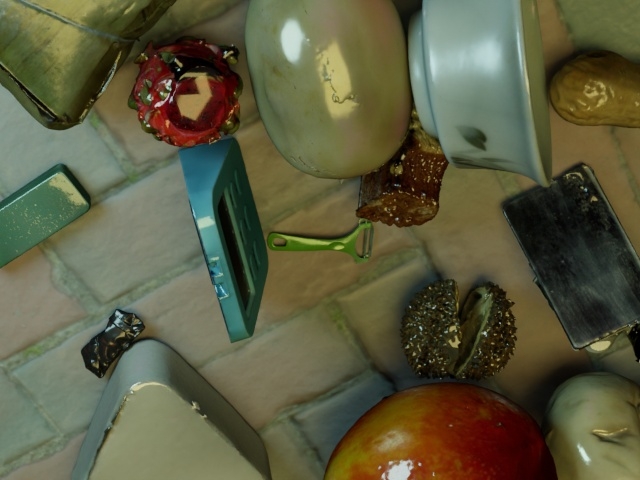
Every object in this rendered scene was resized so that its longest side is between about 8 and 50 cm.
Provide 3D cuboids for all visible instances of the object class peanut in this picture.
[{"bbox_3d":[0.448,-0.224,1.678,0.236,0.120,0.110,-2,111,-21],"label":"peanut"}]

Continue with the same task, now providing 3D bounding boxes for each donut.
[{"bbox_3d":[0.132,-0.125,1.677,0.126,0.144,0.187,19,68,-23],"label":"donut"}]

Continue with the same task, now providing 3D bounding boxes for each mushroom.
[{"bbox_3d":[0.535,0.343,1.841,0.336,0.314,0.314,-29,116,19],"label":"mushroom"}]

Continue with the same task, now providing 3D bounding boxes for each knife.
[{"bbox_3d":[0.001,0.001,1.759,0.166,0.022,0.078,0,109,-10],"label":"knife"}]

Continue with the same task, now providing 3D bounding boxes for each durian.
[{"bbox_3d":[0.219,0.151,1.804,0.196,0.167,0.196,9,129,10],"label":"durian"}]

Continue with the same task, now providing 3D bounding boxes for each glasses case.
[{"bbox_3d":[-0.431,-0.033,1.664,0.184,0.039,0.078,-32,115,6],"label":"glasses case"}]

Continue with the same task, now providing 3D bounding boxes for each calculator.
[{"bbox_3d":[0.404,0.025,1.756,0.161,0.021,0.262,-25,81,-1],"label":"calculator"}]

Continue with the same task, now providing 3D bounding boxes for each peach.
[{"bbox_3d":[0.193,0.396,1.779,0.388,0.388,0.388,-3,115,-7],"label":"peach"}]

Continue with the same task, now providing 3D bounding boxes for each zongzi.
[{"bbox_3d":[-0.339,-0.387,1.444,0.356,0.174,0.393,41,102,-20],"label":"zongzi"}]

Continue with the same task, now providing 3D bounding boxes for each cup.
[{"bbox_3d":[0.215,-0.235,1.541,0.163,0.347,0.347,-7,117,16],"label":"cup"}]

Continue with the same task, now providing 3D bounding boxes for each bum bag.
[{"bbox_3d":[-0.328,0.159,1.771,0.058,0.034,0.124,45,102,2],"label":"bum bag"}]

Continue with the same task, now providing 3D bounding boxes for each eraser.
[{"bbox_3d":[-0.276,0.361,1.813,0.331,0.150,0.331,-4,114,-10],"label":"eraser"}]

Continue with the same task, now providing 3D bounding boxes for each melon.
[{"bbox_3d":[0.014,-0.231,1.541,0.223,0.223,0.317,-14,109,-3],"label":"melon"}]

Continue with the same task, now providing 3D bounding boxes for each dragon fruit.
[{"bbox_3d":[-0.178,-0.211,1.546,0.166,0.172,0.160,-37,123,4],"label":"dragon fruit"}]

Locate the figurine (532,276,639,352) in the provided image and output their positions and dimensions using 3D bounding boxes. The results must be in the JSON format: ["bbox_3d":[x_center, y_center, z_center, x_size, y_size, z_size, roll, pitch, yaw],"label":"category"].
[{"bbox_3d":[0.436,0.094,1.810,0.192,0.126,0.147,35,121,11],"label":"figurine"}]

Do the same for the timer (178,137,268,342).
[{"bbox_3d":[-0.130,-0.003,1.610,0.091,0.250,0.232,-13,116,-2],"label":"timer"}]

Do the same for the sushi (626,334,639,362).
[{"bbox_3d":[0.593,0.073,1.854,0.134,0.109,0.273,12,98,-10],"label":"sushi"}]
